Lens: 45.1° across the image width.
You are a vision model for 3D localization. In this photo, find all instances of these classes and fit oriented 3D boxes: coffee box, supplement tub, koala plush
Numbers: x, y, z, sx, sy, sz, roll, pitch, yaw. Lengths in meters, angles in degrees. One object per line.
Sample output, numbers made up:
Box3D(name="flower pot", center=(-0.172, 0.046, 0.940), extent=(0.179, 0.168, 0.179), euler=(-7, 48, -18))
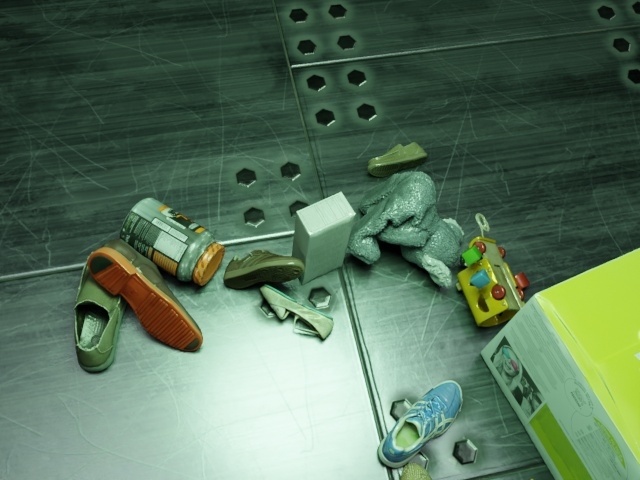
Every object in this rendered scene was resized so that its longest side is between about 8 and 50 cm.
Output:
Box3D(name="coffee box", center=(0.557, 0.236, 1.396), extent=(0.338, 0.334, 0.338), euler=(-21, 68, -15))
Box3D(name="supplement tub", center=(-0.295, 0.005, 1.547), extent=(0.190, 0.117, 0.117), euler=(30, 65, 8))
Box3D(name="koala plush", center=(0.203, -0.015, 1.579), extent=(0.221, 0.203, 0.196), euler=(42, 40, -15))

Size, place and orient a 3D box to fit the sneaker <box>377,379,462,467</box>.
Box3D(name="sneaker", center=(0.198, 0.343, 1.451), extent=(0.080, 0.081, 0.211), euler=(41, 66, 15))

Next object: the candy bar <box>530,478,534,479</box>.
Box3D(name="candy bar", center=(0.328, 0.473, 1.436), extent=(0.162, 0.018, 0.040), euler=(-6, 65, -7))

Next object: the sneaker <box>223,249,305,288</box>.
Box3D(name="sneaker", center=(-0.113, 0.044, 1.533), extent=(0.188, 0.066, 0.071), euler=(-11, 53, 29))

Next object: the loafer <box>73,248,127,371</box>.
Box3D(name="loafer", center=(-0.425, 0.123, 1.493), extent=(0.094, 0.087, 0.251), euler=(-1, 65, -6))

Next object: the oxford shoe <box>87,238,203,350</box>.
Box3D(name="oxford shoe", center=(-0.320, 0.100, 1.497), extent=(0.271, 0.097, 0.098), euler=(48, 30, -9))

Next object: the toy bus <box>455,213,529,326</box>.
Box3D(name="toy bus", center=(0.332, 0.079, 1.580), extent=(0.191, 0.104, 0.202), euler=(47, 32, -14))

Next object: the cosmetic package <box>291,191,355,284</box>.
Box3D(name="cosmetic package", center=(0.000, 0.000, 1.509), extent=(0.099, 0.239, 0.060), euler=(-23, 68, -16))

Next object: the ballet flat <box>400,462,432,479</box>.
Box3D(name="ballet flat", center=(0.190, 0.499, 1.382), extent=(0.073, 0.067, 0.206), euler=(-8, 65, -8))

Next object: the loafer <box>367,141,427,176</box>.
Box3D(name="loafer", center=(0.166, -0.182, 1.718), extent=(0.148, 0.056, 0.050), euler=(-14, 65, -23))

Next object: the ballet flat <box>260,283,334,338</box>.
Box3D(name="ballet flat", center=(-0.054, 0.144, 1.539), extent=(0.168, 0.057, 0.052), euler=(26, 77, 8))
